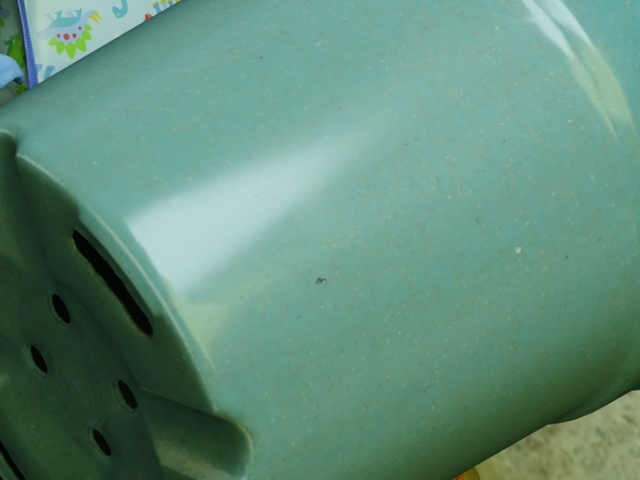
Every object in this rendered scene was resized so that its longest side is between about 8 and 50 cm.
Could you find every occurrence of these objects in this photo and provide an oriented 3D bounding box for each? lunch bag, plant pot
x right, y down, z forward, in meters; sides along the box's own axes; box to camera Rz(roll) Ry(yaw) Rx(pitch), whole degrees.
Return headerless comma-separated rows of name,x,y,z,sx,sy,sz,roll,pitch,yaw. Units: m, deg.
lunch bag,-0.133,-0.095,1.042,0.129,0.096,0.151,-11,93,-37
plant pot,0.000,0.000,0.903,0.334,0.341,0.341,-31,90,-35

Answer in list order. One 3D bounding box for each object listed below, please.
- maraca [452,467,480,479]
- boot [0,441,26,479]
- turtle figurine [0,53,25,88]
maraca,0.054,0.157,1.059,0.185,0.099,0.127,-12,80,-59
boot,-0.248,0.117,0.914,0.161,0.083,0.246,52,49,1
turtle figurine,-0.228,-0.191,0.896,0.198,0.266,0.275,-34,102,-27
